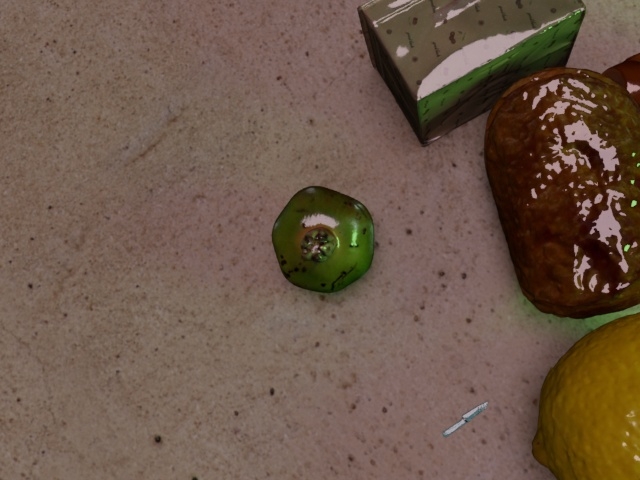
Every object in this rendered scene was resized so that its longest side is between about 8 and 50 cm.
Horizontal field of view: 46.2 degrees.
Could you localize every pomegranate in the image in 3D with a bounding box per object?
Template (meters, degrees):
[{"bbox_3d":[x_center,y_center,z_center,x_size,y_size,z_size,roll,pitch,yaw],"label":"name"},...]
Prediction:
[{"bbox_3d":[0.000,0.000,1.212,0.180,0.209,0.180,1,94,11],"label":"pomegranate"}]

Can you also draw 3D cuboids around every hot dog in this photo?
[{"bbox_3d":[0.386,-0.074,1.151,0.267,0.174,0.387,-20,74,31],"label":"hot dog"}]

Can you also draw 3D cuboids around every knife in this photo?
[{"bbox_3d":[0.236,0.290,1.219,0.091,0.005,0.014,-35,77,0],"label":"knife"}]

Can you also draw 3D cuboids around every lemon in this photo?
[{"bbox_3d":[0.474,0.256,1.041,0.336,0.336,0.336,-2,78,8],"label":"lemon"}]

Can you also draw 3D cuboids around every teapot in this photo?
[{"bbox_3d":[0.522,-0.234,1.238,0.116,0.116,0.173,1,94,9],"label":"teapot"}]

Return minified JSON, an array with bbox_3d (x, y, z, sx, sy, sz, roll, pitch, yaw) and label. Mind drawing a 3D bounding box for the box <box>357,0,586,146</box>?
[{"bbox_3d":[0.244,-0.328,1.232,0.297,0.225,0.190,-27,75,4],"label":"box"}]
